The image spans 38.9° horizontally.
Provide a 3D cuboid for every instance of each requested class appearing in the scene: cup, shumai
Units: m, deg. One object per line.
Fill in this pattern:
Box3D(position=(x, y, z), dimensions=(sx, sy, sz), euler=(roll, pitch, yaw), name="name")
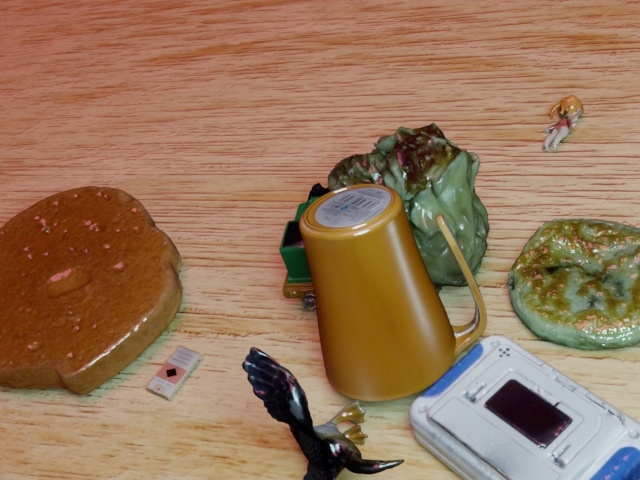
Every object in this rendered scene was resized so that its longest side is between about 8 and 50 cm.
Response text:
Box3D(position=(0.090, 0.063, 1.165), dimensions=(0.226, 0.263, 0.182), euler=(-14, 28, 6), name="cup")
Box3D(position=(0.144, -0.072, 1.264), dimensions=(0.256, 0.218, 0.189), euler=(40, 54, 15), name="shumai")

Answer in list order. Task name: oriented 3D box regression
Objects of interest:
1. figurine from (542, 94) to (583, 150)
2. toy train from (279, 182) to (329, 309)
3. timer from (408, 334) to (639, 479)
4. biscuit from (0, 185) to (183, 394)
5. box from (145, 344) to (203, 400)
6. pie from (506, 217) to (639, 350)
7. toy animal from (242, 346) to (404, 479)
Box3D(position=(0.388, -0.189, 1.455), dimensions=(0.064, 0.047, 0.109), euler=(-2, 48, 52), name="figurine")
Box3D(position=(0.000, 0.000, 1.346), dimensions=(0.091, 0.136, 0.227), euler=(-2, 49, 19), name="toy train")
Box3D(position=(0.243, 0.225, 1.072), dimensions=(0.178, 0.078, 0.253), euler=(-39, 46, -19), name="timer")
Box3D(position=(-0.400, 0.070, 1.474), dimensions=(0.350, 0.078, 0.455), euler=(-26, 43, -1), name="biscuit")
Box3D(position=(-0.213, 0.193, 1.324), dimensions=(0.046, 0.012, 0.083), euler=(16, 54, 32), name="box")
Box3D(position=(0.370, 0.049, 1.216), dimensions=(0.241, 0.054, 0.240), euler=(-12, 44, 12), name="pie")
Box3D(position=(0.013, 0.243, 1.092), dimensions=(0.197, 0.272, 0.160), euler=(-9, 8, 19), name="toy animal")
